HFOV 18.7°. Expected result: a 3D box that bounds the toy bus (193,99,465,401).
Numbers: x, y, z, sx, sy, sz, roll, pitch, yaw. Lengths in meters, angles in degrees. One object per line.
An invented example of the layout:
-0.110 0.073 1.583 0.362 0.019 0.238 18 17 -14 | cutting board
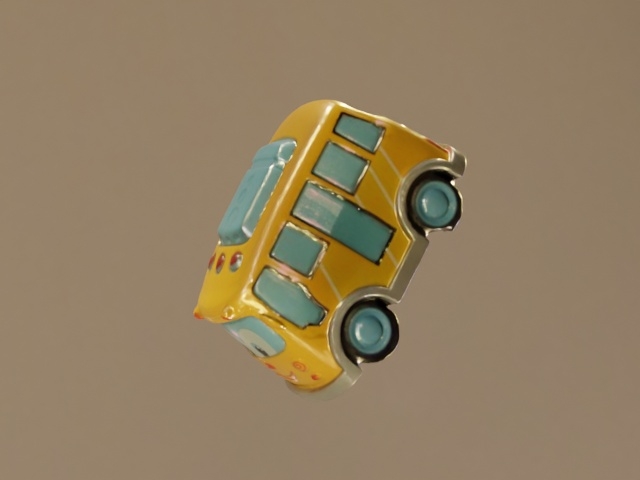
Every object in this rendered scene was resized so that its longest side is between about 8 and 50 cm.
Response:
0.000 0.000 1.403 0.136 0.126 0.209 31 -102 -20 | toy bus
